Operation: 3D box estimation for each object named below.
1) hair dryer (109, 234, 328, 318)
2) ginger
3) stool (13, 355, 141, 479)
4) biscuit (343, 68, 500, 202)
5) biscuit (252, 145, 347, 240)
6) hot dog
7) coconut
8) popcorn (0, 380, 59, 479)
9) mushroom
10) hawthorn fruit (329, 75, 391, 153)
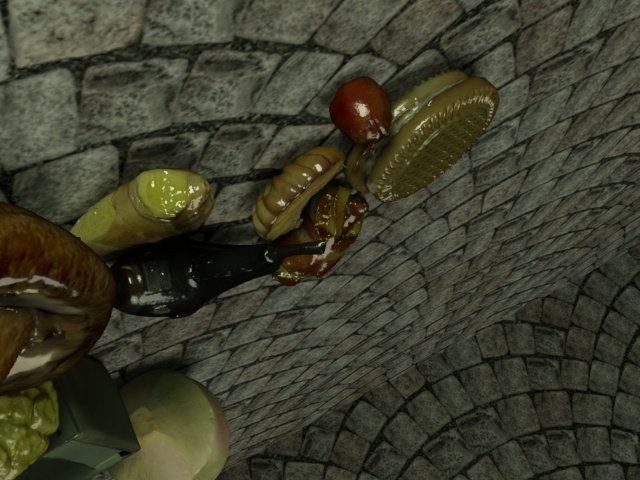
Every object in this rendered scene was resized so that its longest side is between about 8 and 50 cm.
[{"bbox_3d":[-0.091,0.032,1.161,0.303,0.120,0.359,-6,177,-45],"label":"hair dryer"},{"bbox_3d":[-0.255,-0.009,1.070,0.294,0.086,0.131,-31,170,23],"label":"ginger"},{"bbox_3d":[-0.471,0.314,1.362,0.269,0.170,0.244,-31,158,0],"label":"stool"},{"bbox_3d":[0.151,-0.153,1.266,0.259,0.079,0.259,-34,162,-13],"label":"biscuit"},{"bbox_3d":[-0.045,-0.069,1.228,0.183,0.061,0.118,-47,168,33],"label":"biscuit"},{"bbox_3d":[0.000,0.000,1.391,0.146,0.103,0.213,-2,143,-51],"label":"hot dog"},{"bbox_3d":[-0.303,0.372,1.636,0.259,0.259,0.259,-27,159,-11],"label":"coconut"},{"bbox_3d":[-0.489,0.236,1.144,0.237,0.206,0.251,-33,-164,-36],"label":"popcorn"},{"bbox_3d":[-0.379,0.075,0.912,0.283,0.195,0.263,-37,157,-35],"label":"mushroom"},{"bbox_3d":[0.058,-0.163,1.117,0.081,0.093,0.081,-27,160,-11],"label":"hawthorn fruit"}]
